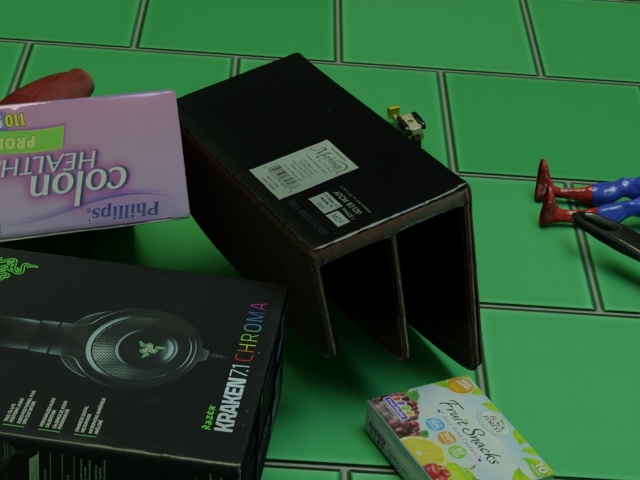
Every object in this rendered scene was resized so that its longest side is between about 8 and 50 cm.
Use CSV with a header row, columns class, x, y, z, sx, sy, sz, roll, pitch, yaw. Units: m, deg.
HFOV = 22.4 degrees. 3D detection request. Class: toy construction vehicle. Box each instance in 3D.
class,x,y,z,sx,sy,sz,roll,pitch,yaw
toy construction vehicle,0.069,-0.117,1.796,0.086,0.035,0.098,-18,35,-14

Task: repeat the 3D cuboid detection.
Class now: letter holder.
class,x,y,z,sx,sy,sz,roll,pitch,yaw
letter holder,0.000,0.000,1.454,0.152,0.214,0.302,-23,37,-19

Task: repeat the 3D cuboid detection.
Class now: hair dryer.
class,x,y,z,sx,sy,sz,roll,pitch,yaw
hair dryer,-0.369,-0.136,1.715,0.294,0.080,0.223,-15,37,-29

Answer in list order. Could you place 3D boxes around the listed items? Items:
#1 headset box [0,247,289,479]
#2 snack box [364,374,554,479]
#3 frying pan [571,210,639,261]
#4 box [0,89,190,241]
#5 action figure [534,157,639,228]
class,x,y,z,sx,sy,sz,roll,pitch,yaw
headset box,-0.183,0.131,1.277,0.283,0.131,0.246,8,32,5
snack box,0.113,0.174,1.339,0.100,0.037,0.141,-10,36,-25
frying pan,0.374,0.071,1.525,0.326,0.053,0.197,13,33,16
box,-0.257,-0.064,1.485,0.214,0.117,0.243,-7,3,-18
action figure,0.375,-0.072,1.676,0.280,0.139,0.091,6,34,-4
